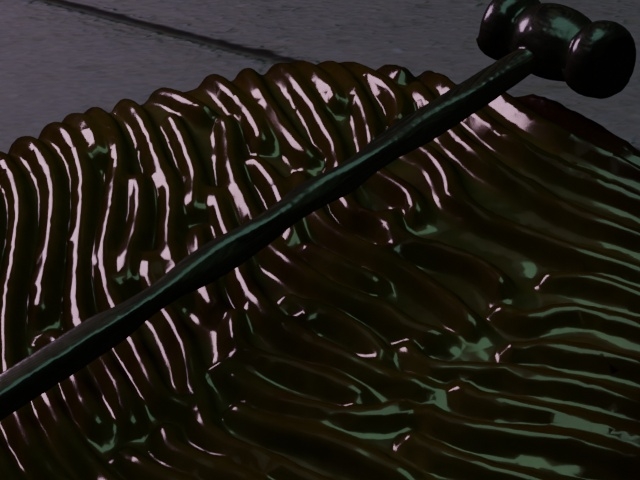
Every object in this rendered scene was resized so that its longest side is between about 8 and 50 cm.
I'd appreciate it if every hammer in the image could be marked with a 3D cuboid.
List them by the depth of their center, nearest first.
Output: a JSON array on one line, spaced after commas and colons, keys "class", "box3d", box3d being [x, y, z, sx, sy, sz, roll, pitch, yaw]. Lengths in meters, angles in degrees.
[{"class": "hammer", "box3d": [-0.013, -0.006, 0.581, 0.292, 0.029, 0.058, -34, 39, -26]}]

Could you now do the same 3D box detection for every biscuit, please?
[{"class": "biscuit", "box3d": [-0.028, 0.029, 0.588, 0.317, 0.040, 0.318, -6, 37, 4]}]
